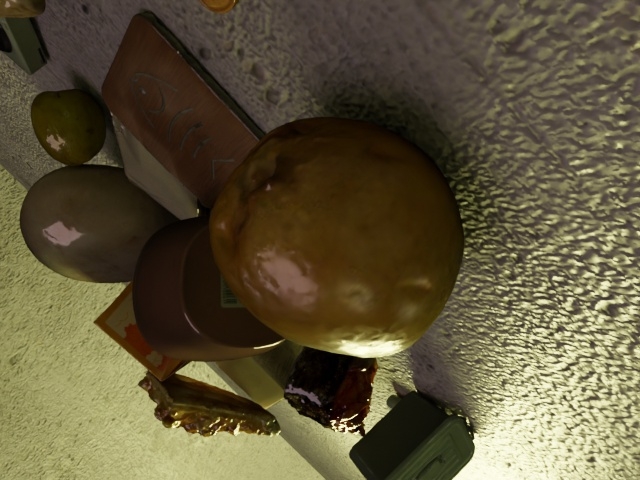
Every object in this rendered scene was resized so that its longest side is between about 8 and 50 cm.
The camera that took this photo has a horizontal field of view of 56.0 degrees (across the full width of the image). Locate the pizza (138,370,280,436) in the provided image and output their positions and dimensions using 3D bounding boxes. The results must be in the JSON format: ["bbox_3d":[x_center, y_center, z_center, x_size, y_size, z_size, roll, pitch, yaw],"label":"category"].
[{"bbox_3d":[-0.253,0.365,1.343,0.268,0.087,0.258,17,178,-27],"label":"pizza"}]

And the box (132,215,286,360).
[{"bbox_3d":[-0.174,0.083,1.087,0.301,0.301,0.216,48,153,-13],"label":"box"}]

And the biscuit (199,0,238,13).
[{"bbox_3d":[-0.137,-0.318,0.659,0.140,0.023,0.118,51,157,-18],"label":"biscuit"}]

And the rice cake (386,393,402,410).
[{"bbox_3d":[0.218,0.439,1.411,0.080,0.042,0.222,17,146,37],"label":"rice cake"}]

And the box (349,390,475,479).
[{"bbox_3d":[0.183,0.435,1.230,0.135,0.243,0.163,35,161,50],"label":"box"}]

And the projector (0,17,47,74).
[{"bbox_3d":[-0.675,-0.479,1.174,0.259,0.079,0.257,42,158,6],"label":"projector"}]

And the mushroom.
[{"bbox_3d":[-0.512,-0.061,1.429,0.362,0.295,0.362,-2,152,-1],"label":"mushroom"}]

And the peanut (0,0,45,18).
[{"bbox_3d":[-0.576,-0.477,0.946,0.325,0.140,0.153,44,176,-17],"label":"peanut"}]

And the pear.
[{"bbox_3d":[-0.525,-0.241,1.266,0.148,0.148,0.162,14,126,49],"label":"pear"}]

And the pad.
[{"bbox_3d":[-0.230,-0.192,0.978,0.284,0.018,0.286,46,147,-11],"label":"pad"}]

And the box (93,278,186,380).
[{"bbox_3d":[-0.320,0.152,1.397,0.214,0.259,0.283,43,178,2],"label":"box"}]

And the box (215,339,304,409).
[{"bbox_3d":[-0.129,0.260,1.426,0.095,0.212,0.168,-34,104,28],"label":"box"}]

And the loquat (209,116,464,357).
[{"bbox_3d":[0.019,0.005,0.692,0.276,0.276,0.284,21,152,42],"label":"loquat"}]

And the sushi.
[{"bbox_3d":[0.036,0.307,1.319,0.181,0.196,0.343,17,157,11],"label":"sushi"}]

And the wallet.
[{"bbox_3d":[-0.301,-0.151,1.182,0.274,0.068,0.335,31,149,16],"label":"wallet"}]
